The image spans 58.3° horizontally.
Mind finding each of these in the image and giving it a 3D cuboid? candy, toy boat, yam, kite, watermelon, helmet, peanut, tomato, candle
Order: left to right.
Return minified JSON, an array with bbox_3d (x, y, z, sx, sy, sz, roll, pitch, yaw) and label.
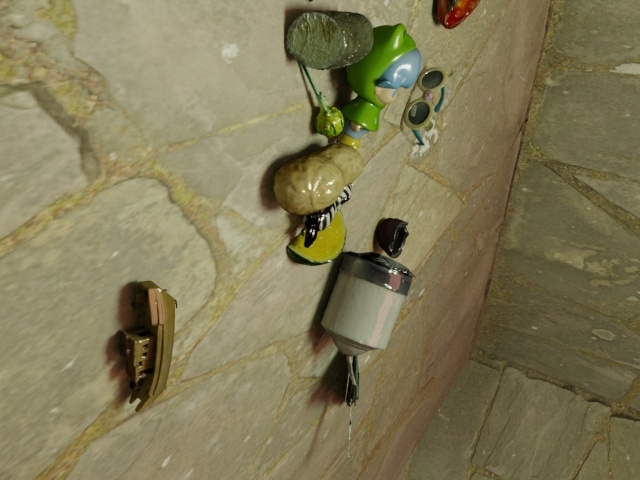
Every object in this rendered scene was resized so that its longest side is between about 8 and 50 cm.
[{"bbox_3d":[-0.260,0.158,0.849,0.072,0.064,0.206,-8,115,-45],"label":"toy boat"},{"bbox_3d":[-0.006,-0.272,1.083,0.194,0.058,0.062,58,14,-48],"label":"candy"},{"bbox_3d":[0.005,-0.123,1.107,0.236,0.120,0.110,-32,96,-44],"label":"peanut"},{"bbox_3d":[0.009,0.005,1.250,0.181,0.075,0.092,-44,139,-41],"label":"watermelon"},{"bbox_3d":[0.030,-0.359,1.020,0.183,0.107,0.107,-38,139,-54],"label":"yam"},{"bbox_3d":[0.092,0.418,1.618,0.406,0.014,0.369,94,0,-73],"label":"kite"},{"bbox_3d":[0.100,0.194,1.428,0.187,0.187,0.331,22,87,-64],"label":"candle"},{"bbox_3d":[0.197,-0.013,1.610,0.098,0.070,0.123,-45,151,-31],"label":"helmet"},{"bbox_3d":[0.351,-0.635,1.482,0.139,0.091,0.159,-24,155,-45],"label":"tomato"}]

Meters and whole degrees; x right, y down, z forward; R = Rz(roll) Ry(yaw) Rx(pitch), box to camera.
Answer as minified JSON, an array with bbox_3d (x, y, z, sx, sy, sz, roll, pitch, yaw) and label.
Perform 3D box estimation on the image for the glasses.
[{"bbox_3d":[0.283,-0.359,1.590,0.220,0.088,0.190,77,35,-79],"label":"glasses"}]

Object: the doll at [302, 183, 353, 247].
[{"bbox_3d":[0.012,-0.078,1.215,0.219,0.067,0.091,-53,159,-43],"label":"doll"}]

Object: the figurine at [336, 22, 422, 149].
[{"bbox_3d":[0.107,-0.312,1.168,0.263,0.143,0.162,-63,175,24],"label":"figurine"}]
